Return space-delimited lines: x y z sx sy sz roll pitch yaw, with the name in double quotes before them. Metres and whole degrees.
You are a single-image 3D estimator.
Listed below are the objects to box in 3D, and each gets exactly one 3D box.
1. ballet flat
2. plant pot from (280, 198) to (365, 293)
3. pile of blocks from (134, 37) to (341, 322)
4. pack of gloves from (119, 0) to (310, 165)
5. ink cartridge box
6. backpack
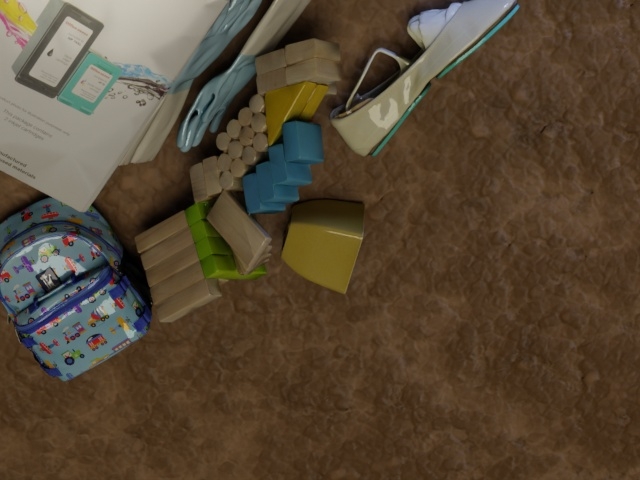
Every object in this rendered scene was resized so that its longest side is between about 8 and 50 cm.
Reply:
"ballet flat" 0.104 -0.194 1.750 0.086 0.086 0.248 36 110 -26
"plant pot" 0.000 0.000 1.845 0.083 0.081 0.081 14 118 -5
"pile of blocks" -0.057 -0.056 1.764 0.113 0.149 0.362 3 130 -51
"pack of gloves" -0.117 -0.185 1.679 0.046 0.195 0.232 42 110 12
"ink cartridge box" -0.247 -0.215 1.603 0.197 0.198 0.270 29 111 -22
"backpack" -0.285 0.046 1.802 0.158 0.117 0.173 -27 118 6
